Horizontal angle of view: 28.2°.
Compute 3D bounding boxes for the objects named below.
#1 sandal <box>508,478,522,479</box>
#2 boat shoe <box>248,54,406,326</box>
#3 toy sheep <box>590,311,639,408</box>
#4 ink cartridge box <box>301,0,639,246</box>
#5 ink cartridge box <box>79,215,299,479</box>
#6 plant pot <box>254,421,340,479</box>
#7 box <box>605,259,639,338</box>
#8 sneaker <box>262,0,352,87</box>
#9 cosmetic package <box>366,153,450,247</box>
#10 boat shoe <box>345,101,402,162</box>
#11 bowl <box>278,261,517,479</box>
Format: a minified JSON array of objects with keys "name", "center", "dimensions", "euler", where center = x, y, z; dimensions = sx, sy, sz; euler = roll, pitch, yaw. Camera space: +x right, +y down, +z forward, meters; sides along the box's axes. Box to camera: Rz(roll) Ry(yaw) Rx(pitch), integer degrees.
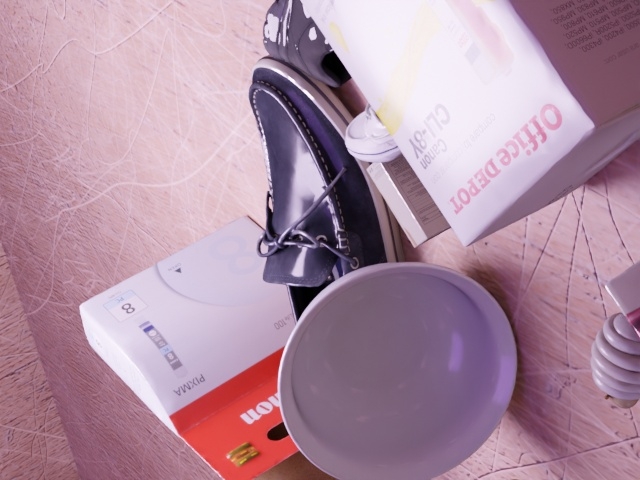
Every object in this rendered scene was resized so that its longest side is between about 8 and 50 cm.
[{"name":"sandal","center":[0.292,0.384,1.636],"dimensions":[0.180,0.072,0.049],"euler":[40,167,28]},{"name":"boat shoe","center":[0.000,0.000,1.679],"dimensions":[0.187,0.156,0.500],"euler":[10,122,59]},{"name":"toy sheep","center":[0.323,0.117,1.311],"dimensions":[0.091,0.091,0.132],"euler":[35,128,42]},{"name":"ink cartridge box","center":[0.144,-0.226,1.215],"dimensions":[0.384,0.160,0.279],"euler":[57,152,9]},{"name":"ink cartridge box","center":[-0.119,0.148,1.846],"dimensions":[0.385,0.308,0.091],"euler":[37,145,38]},{"name":"plant pot","center":[-0.023,0.322,1.969],"dimensions":[0.237,0.237,0.254],"euler":[22,147,51]},{"name":"box","center":[0.365,0.109,1.060],"dimensions":[0.148,0.127,0.232],"euler":[35,-158,-52]},{"name":"sneaker","center":[0.007,-0.295,1.472],"dimensions":[0.130,0.109,0.286],"euler":[40,155,24]},{"name":"cosmetic package","center":[0.113,-0.056,1.535],"dimensions":[0.115,0.060,0.041],"euler":[60,154,6]},{"name":"boat shoe","center":[0.090,-0.149,1.448],"dimensions":[0.076,0.083,0.226],"euler":[31,154,-29]},{"name":"bowl","center":[0.081,0.146,1.579],"dimensions":[0.134,0.298,0.298],"euler":[-127,19,-68]}]
